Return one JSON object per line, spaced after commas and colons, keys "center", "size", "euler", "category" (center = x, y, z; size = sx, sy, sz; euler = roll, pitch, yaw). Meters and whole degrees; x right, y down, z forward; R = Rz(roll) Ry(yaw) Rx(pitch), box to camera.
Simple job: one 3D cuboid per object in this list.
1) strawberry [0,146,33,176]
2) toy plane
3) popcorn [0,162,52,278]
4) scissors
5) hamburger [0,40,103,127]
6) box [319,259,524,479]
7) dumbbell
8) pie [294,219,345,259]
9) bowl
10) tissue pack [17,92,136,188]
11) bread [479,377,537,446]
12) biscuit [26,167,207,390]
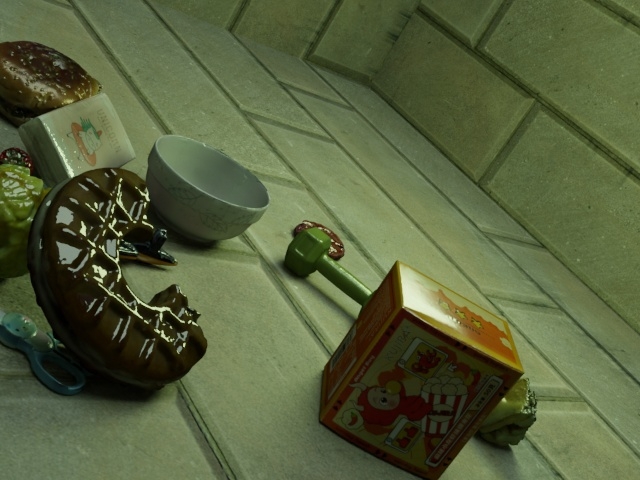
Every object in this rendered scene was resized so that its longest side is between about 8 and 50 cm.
{"center": [-0.591, -0.139, 1.734], "size": [0.073, 0.073, 0.083], "euler": [35, -16, 6], "category": "strawberry"}
{"center": [-0.388, -0.015, 1.670], "size": [0.316, 0.103, 0.204], "euler": [16, 25, -37], "category": "toy plane"}
{"center": [-0.523, -0.035, 1.443], "size": [0.198, 0.198, 0.212], "euler": [20, -10, -30], "category": "popcorn"}
{"center": [-0.453, 0.138, 1.336], "size": [0.256, 0.030, 0.125], "euler": [34, 21, -5], "category": "scissors"}
{"center": [-0.636, -0.346, 2.024], "size": [0.286, 0.146, 0.243], "euler": [14, 34, -43], "category": "hamburger"}
{"center": [0.179, 0.242, 1.650], "size": [0.259, 0.283, 0.214], "euler": [29, 22, -8], "category": "box"}
{"center": [0.054, 0.092, 2.058], "size": [0.302, 0.121, 0.108], "euler": [38, -8, 14], "category": "dumbbell"}
{"center": [0.000, 0.000, 2.293], "size": [0.154, 0.036, 0.154], "euler": [28, 22, -12], "category": "pie"}
{"center": [-0.266, -0.098, 1.977], "size": [0.287, 0.144, 0.287], "euler": [27, 21, -12], "category": "bowl"}
{"center": [-0.503, -0.205, 1.884], "size": [0.170, 0.071, 0.325], "euler": [65, 17, -12], "category": "tissue pack"}
{"center": [0.381, 0.361, 1.882], "size": [0.110, 0.156, 0.103], "euler": [7, 36, -10], "category": "bread"}
{"center": [-0.321, 0.066, 1.380], "size": [0.268, 0.115, 0.366], "euler": [-24, 90, -60], "category": "biscuit"}
